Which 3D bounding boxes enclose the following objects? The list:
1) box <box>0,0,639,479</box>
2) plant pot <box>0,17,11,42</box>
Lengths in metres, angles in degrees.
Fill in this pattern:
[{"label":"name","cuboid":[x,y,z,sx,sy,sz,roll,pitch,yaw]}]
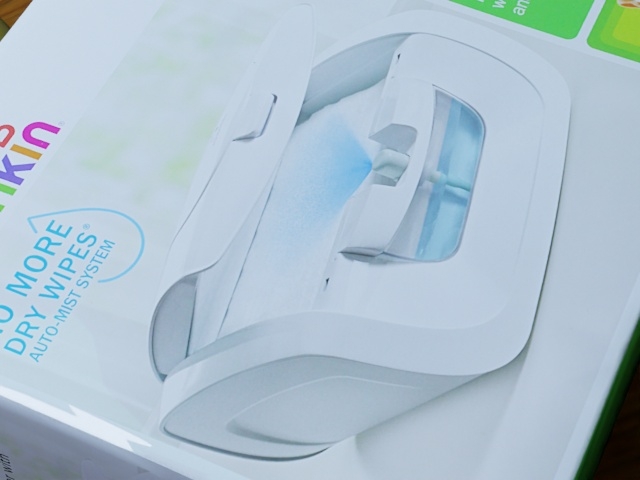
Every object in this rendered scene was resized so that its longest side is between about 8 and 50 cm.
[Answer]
[{"label":"box","cuboid":[0.000,0.000,0.567,0.231,0.127,0.262,22,56,14]},{"label":"plant pot","cuboid":[-0.248,-0.110,0.931,0.134,0.095,0.134,-18,39,15]}]
